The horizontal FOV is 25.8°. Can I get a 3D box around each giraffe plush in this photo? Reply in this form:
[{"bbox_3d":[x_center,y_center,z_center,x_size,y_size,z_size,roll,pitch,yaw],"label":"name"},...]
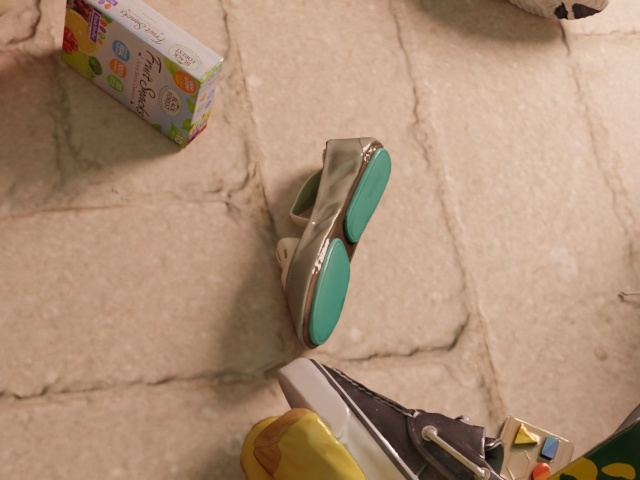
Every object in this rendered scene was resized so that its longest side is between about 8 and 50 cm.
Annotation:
[{"bbox_3d":[-0.022,0.244,0.957,0.170,0.181,0.210,-38,57,-17],"label":"giraffe plush"}]

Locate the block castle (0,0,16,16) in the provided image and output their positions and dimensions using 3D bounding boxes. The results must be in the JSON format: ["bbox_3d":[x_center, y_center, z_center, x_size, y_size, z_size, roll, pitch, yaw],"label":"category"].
[{"bbox_3d":[-0.241,-0.390,1.211,0.453,0.213,0.303,-40,108,-26],"label":"block castle"}]

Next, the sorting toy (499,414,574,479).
[{"bbox_3d":[0.167,0.185,1.119,0.062,0.012,0.083,25,57,2],"label":"sorting toy"}]

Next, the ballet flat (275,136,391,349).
[{"bbox_3d":[0.000,0.000,1.167,0.068,0.072,0.213,6,54,23],"label":"ballet flat"}]

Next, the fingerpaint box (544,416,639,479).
[{"bbox_3d":[0.408,0.247,0.932,0.445,0.163,0.371,-14,68,-35],"label":"fingerpaint box"}]

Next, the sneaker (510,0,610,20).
[{"bbox_3d":[0.196,-0.323,1.375,0.235,0.094,0.153,23,66,12],"label":"sneaker"}]

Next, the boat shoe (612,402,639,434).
[{"bbox_3d":[0.271,0.194,1.083,0.105,0.113,0.306,42,62,5],"label":"boat shoe"}]

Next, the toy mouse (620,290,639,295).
[{"bbox_3d":[0.336,0.057,1.224,0.143,0.031,0.161,17,58,-3],"label":"toy mouse"}]

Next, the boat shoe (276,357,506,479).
[{"bbox_3d":[0.088,0.175,1.014,0.102,0.108,0.301,-37,53,-16],"label":"boat shoe"}]

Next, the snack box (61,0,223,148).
[{"bbox_3d":[-0.155,-0.155,1.190,0.141,0.100,0.037,36,59,8],"label":"snack box"}]
